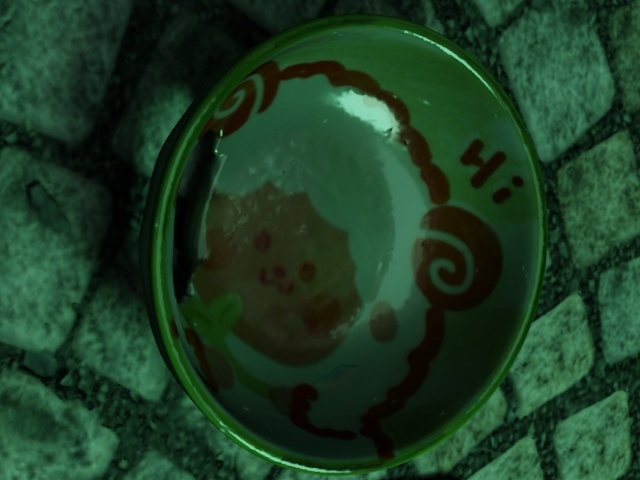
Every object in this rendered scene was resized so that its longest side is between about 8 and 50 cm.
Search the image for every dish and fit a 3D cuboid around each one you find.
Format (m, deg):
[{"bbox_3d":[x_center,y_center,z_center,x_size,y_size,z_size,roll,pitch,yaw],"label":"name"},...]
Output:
[{"bbox_3d":[0.000,0.000,1.189,0.324,0.124,0.324,-4,97,-30],"label":"dish"}]

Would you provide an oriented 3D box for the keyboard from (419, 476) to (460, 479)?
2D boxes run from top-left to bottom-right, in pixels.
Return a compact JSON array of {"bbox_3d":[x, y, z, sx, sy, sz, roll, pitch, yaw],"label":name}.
[{"bbox_3d":[0.018,0.251,1.310,0.262,0.016,0.106,-1,99,-37],"label":"keyboard"}]
